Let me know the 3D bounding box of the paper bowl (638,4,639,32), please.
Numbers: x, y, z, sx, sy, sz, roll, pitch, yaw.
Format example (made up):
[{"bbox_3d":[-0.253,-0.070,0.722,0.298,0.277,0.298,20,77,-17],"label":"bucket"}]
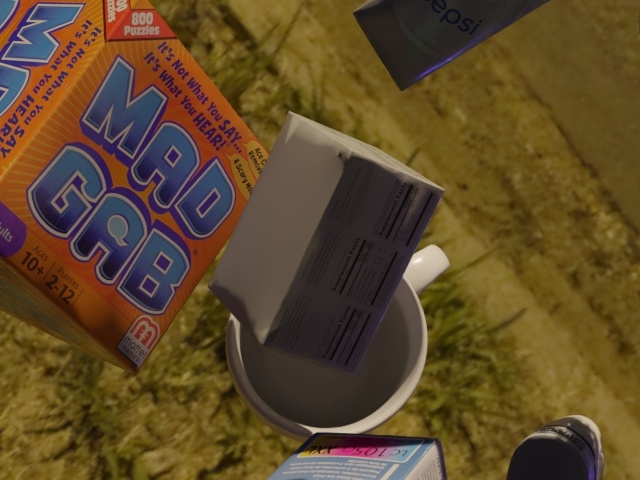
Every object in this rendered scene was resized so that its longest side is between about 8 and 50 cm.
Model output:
[{"bbox_3d":[0.414,-0.242,1.058,0.148,0.284,0.284,32,49,-13],"label":"paper bowl"}]

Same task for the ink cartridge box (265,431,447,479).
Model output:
[{"bbox_3d":[-0.005,0.366,1.100,0.395,0.151,0.270,-33,116,-62],"label":"ink cartridge box"}]

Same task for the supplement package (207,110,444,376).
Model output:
[{"bbox_3d":[0.000,0.000,1.589,0.145,0.261,0.204,21,9,-30],"label":"supplement package"}]

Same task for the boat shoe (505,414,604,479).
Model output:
[{"bbox_3d":[0.264,0.372,1.526,0.136,0.367,0.156,19,20,26],"label":"boat shoe"}]

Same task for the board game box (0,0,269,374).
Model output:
[{"bbox_3d":[-0.354,-0.101,1.679,0.356,0.356,0.356,-57,138,-17],"label":"board game box"}]

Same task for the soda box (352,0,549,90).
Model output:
[{"bbox_3d":[0.175,-0.256,1.173,0.091,0.286,0.098,57,16,-9],"label":"soda box"}]

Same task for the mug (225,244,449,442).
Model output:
[{"bbox_3d":[0.037,0.134,1.862,0.374,0.328,0.276,-38,83,-10],"label":"mug"}]
